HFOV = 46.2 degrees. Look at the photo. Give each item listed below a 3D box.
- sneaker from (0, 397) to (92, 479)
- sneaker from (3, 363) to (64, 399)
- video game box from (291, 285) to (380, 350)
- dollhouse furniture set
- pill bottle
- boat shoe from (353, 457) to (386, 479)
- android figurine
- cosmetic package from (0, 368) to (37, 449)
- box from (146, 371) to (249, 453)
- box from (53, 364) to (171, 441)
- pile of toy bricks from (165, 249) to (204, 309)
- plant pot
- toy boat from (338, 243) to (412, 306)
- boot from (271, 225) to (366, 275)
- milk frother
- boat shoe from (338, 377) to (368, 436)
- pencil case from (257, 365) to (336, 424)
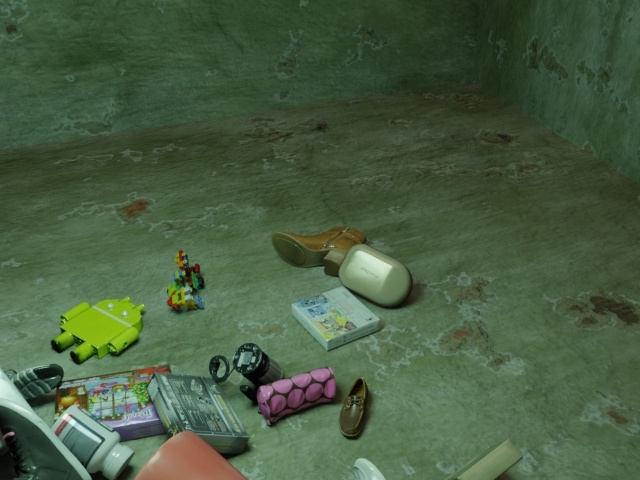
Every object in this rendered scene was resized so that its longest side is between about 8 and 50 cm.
[{"bbox_3d":[-0.646,0.481,1.630,0.105,0.295,0.147,-30,14,44],"label":"sneaker"},{"bbox_3d":[-0.772,0.357,1.933,0.229,0.086,0.132,-27,28,-6],"label":"sneaker"},{"bbox_3d":[0.044,0.227,2.222,0.187,0.048,0.205,-15,34,-28],"label":"video game box"},{"bbox_3d":[0.380,0.619,1.575,0.286,0.198,0.303,-33,73,-11],"label":"dollhouse furniture set"},{"bbox_3d":[-0.525,0.470,1.727,0.180,0.108,0.108,34,39,5],"label":"pill bottle"},{"bbox_3d":[0.116,0.564,1.670,0.063,0.066,0.184,-16,45,-26],"label":"boat shoe"},{"bbox_3d":[-0.632,0.249,2.175,0.248,0.056,0.273,22,39,31],"label":"android figurine"},{"bbox_3d":[-0.784,0.411,1.747,0.183,0.151,0.151,51,47,5],"label":"cosmetic package"},{"bbox_3d":[-0.300,0.417,1.822,0.183,0.056,0.231,16,20,-39],"label":"box"},{"bbox_3d":[-0.516,0.418,1.896,0.293,0.057,0.201,-8,33,-12],"label":"box"},{"bbox_3d":[-0.432,0.144,2.323,0.105,0.118,0.212,-25,48,11],"label":"pile of toy bricks"},{"bbox_3d":[-0.237,0.558,1.501,0.243,0.275,0.275,27,39,18],"label":"plant pot"},{"bbox_3d":[0.179,0.114,2.338,0.231,0.151,0.151,28,1,20],"label":"toy boat"},{"bbox_3d":[0.000,0.000,2.526,0.283,0.109,0.220,16,36,20],"label":"boot"},{"bbox_3d":[-0.196,0.338,1.959,0.143,0.134,0.129,19,70,33],"label":"milk frother"},{"bbox_3d":[0.084,0.418,1.898,0.064,0.060,0.178,7,32,11],"label":"boat shoe"},{"bbox_3d":[-0.057,0.393,1.915,0.209,0.098,0.095,-14,-10,-21],"label":"pencil case"}]
